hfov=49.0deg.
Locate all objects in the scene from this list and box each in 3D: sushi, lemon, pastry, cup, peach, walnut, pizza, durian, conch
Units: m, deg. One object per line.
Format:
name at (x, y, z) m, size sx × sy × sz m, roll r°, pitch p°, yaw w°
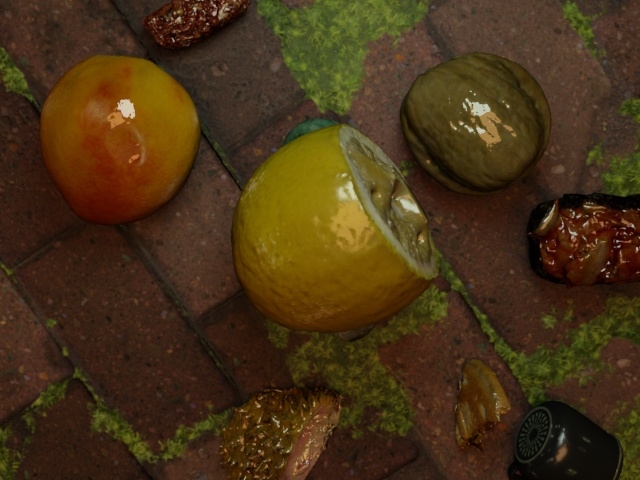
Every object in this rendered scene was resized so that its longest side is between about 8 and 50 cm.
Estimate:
sushi at (0.555, -0.009, 1.361) m, size 0.344 × 0.182 × 0.196 m, roll -3°, pitch 87°, yaw -3°
lemon at (0.000, 0.000, 1.204) m, size 0.364 × 0.364 × 0.364 m, roll 0°, pitch 94°, yaw 0°
pastry at (-0.239, -0.443, 1.366) m, size 0.208 × 0.115 × 0.097 m, roll -30°, pitch 106°, yaw 0°
cup at (0.481, 0.438, 1.412) m, size 0.177 × 0.169 × 0.223 m, roll 25°, pitch 128°, yaw -9°
peach at (-0.369, -0.174, 1.299) m, size 0.289 × 0.289 × 0.307 m, roll 21°, pitch 87°, yaw -2°
walnut at (0.291, -0.221, 1.321) m, size 0.283 × 0.227 × 0.282 m, roll 2°, pitch 100°, yaw 10°
pizza at (0.328, 0.354, 1.427) m, size 0.069 × 0.154 × 0.193 m, roll 0°, pitch 121°, yaw -20°
durian at (-0.110, 0.415, 1.429) m, size 0.196 × 0.185 × 0.305 m, roll 29°, pitch 102°, yaw 21°
conch at (0.000, -0.154, 1.378) m, size 0.188 × 0.122 × 0.176 m, roll -30°, pitch 111°, yaw 4°

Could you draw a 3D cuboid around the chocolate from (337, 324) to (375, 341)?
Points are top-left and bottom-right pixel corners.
chocolate at (0.073, 0.078, 1.402) m, size 0.110 × 0.110 × 0.248 m, roll 5°, pitch 94°, yaw -1°
